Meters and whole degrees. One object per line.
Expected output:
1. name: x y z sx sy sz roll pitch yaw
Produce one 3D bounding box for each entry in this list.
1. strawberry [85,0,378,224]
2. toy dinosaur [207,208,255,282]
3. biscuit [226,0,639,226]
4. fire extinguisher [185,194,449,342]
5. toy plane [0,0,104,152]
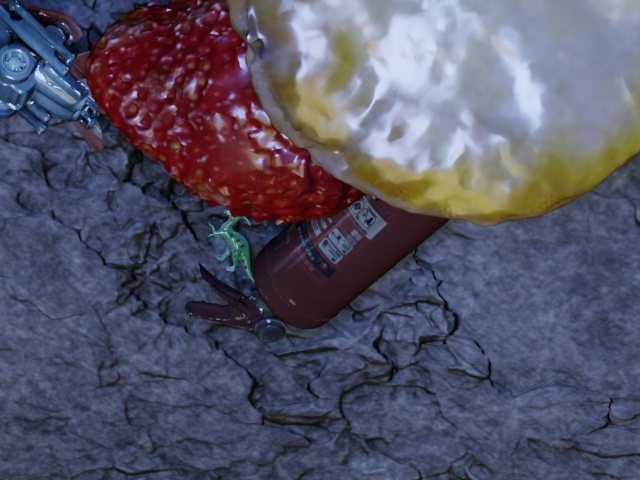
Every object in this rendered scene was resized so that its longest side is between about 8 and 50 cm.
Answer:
1. strawberry: -0.055 -0.135 1.758 0.257 0.261 0.261 -18 120 28
2. toy dinosaur: -0.084 0.003 2.005 0.083 0.021 0.062 29 112 -9
3. biscuit: 0.142 -0.232 1.600 0.429 0.104 0.446 38 92 -3
4. fire extinguisher: 0.000 0.000 1.927 0.147 0.106 0.337 32 124 -26
5. toy plane: -0.333 -0.204 1.854 0.326 0.104 0.223 30 154 -6
